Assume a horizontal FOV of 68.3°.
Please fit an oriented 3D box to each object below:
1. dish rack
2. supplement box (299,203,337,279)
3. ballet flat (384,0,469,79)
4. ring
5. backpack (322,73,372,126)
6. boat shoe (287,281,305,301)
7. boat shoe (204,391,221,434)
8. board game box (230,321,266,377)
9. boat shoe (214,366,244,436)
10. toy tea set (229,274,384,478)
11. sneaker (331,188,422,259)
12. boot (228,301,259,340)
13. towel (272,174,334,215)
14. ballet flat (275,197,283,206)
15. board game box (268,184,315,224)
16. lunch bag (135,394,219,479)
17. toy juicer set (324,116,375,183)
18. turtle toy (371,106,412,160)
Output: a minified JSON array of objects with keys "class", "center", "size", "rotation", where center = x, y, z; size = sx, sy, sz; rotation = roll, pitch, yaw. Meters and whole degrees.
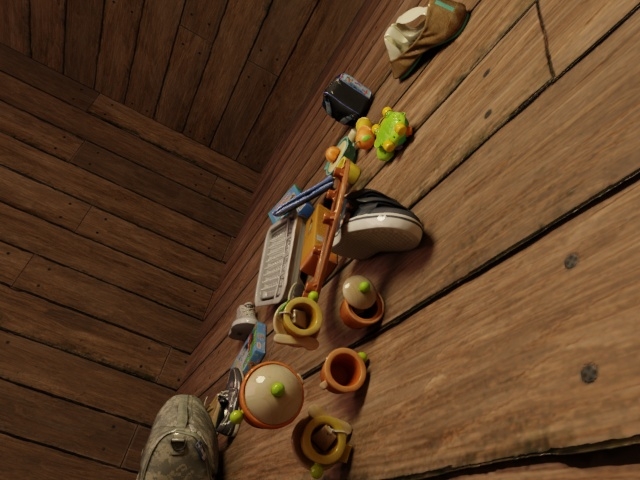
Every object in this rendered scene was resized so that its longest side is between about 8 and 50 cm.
[{"class":"dish rack","center":[-0.118,0.069,1.491],"size":[0.333,0.072,0.286],"rotation":[156,124,-65]},{"class":"supplement box","center":[0.000,0.000,1.282],"size":[0.078,0.080,0.233],"rotation":[-54,20,32]},{"class":"ballet flat","center":[0.240,-0.529,1.226],"size":[0.116,0.124,0.342],"rotation":[-66,15,-6]},{"class":"ring","center":[0.007,-0.008,0.988],"size":[0.336,0.032,0.337],"rotation":[-167,90,-88]},{"class":"backpack","center":[0.085,-0.476,1.636],"size":[0.117,0.158,0.173],"rotation":[-57,3,-5]},{"class":"boat shoe","center":[-0.057,0.177,1.245],"size":[0.049,0.056,0.152],"rotation":[-37,40,51]},{"class":"boat shoe","center":[-0.392,0.628,1.568],"size":[0.285,0.089,0.104],"rotation":[-64,14,1]},{"class":"board game box","center":[-0.239,0.392,1.531],"size":[0.212,0.039,0.160],"rotation":[-61,16,18]},{"class":"boat shoe","center":[-0.272,0.470,1.398],"size":[0.075,0.065,0.206],"rotation":[-41,38,42]},{"class":"toy tea set","center":[0.001,0.183,0.758],"size":[0.124,0.200,0.336],"rotation":[122,171,-56]},{"class":"sneaker","center":[0.100,-0.044,0.915],"size":[0.321,0.126,0.128],"rotation":[159,129,-71]},{"class":"boot","center":[-0.276,0.280,1.724],"size":[0.258,0.095,0.123],"rotation":[138,146,-58]},{"class":"towel","center":[-0.052,-0.133,1.461],"size":[0.209,0.034,0.285],"rotation":[-29,3,1]},{"class":"ballet flat","center":[-0.149,-0.102,1.957],"size":[0.241,0.091,0.077],"rotation":[-85,2,-61]},{"class":"board game box","center":[-0.111,-0.105,1.750],"size":[0.160,0.047,0.210],"rotation":[-48,29,10]},{"class":"lunch bag","center":[-0.382,0.582,1.273],"size":[0.305,0.212,0.256],"rotation":[-170,84,-76]},{"class":"toy juicer set","center":[0.076,-0.294,1.474],"size":[0.209,0.089,0.329],"rotation":[-63,14,7]},{"class":"turtle toy","center":[0.169,-0.247,1.120],"size":[0.130,0.066,0.095],"rotation":[-57,40,33]}]
